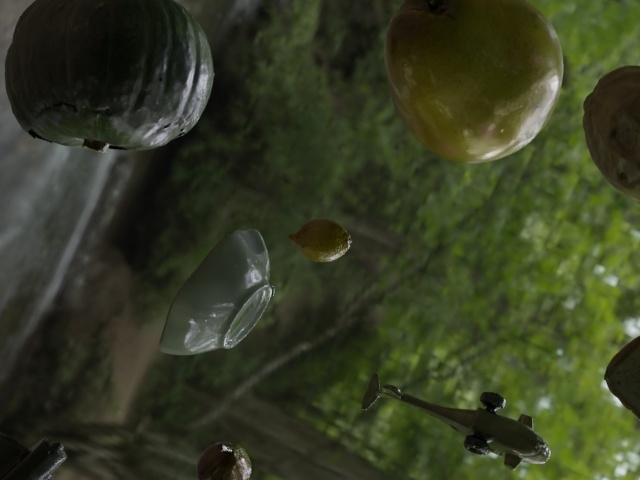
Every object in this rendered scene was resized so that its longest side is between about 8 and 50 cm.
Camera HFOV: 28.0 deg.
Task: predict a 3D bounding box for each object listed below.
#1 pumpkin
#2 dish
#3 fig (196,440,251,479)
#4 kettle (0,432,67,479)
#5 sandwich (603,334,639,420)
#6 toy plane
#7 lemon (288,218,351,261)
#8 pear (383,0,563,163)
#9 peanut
[{"bbox_3d":[-0.343,-0.268,2.055,0.327,0.291,0.257,2,-94,45],"label":"pumpkin"},{"bbox_3d":[-0.110,0.076,1.546,0.191,0.066,0.191,-50,164,-20],"label":"dish"},{"bbox_3d":[-0.146,0.346,2.018,0.125,0.089,0.089,115,-4,-55],"label":"fig"},{"bbox_3d":[-0.464,0.360,1.522,0.308,0.203,0.262,-43,154,-43],"label":"kettle"},{"bbox_3d":[0.569,0.191,1.891,0.251,0.226,0.087,-50,147,15],"label":"sandwich"},{"bbox_3d":[0.205,0.268,1.911,0.108,0.286,0.092,105,7,-67],"label":"toy plane"},{"bbox_3d":[0.000,0.000,1.866,0.065,0.092,0.065,2,90,-83],"label":"lemon"},{"bbox_3d":[0.231,-0.263,1.970,0.285,0.285,0.336,-66,162,6],"label":"pear"},{"bbox_3d":[0.366,-0.064,1.269,0.130,0.290,0.130,-30,150,-20],"label":"peanut"}]
